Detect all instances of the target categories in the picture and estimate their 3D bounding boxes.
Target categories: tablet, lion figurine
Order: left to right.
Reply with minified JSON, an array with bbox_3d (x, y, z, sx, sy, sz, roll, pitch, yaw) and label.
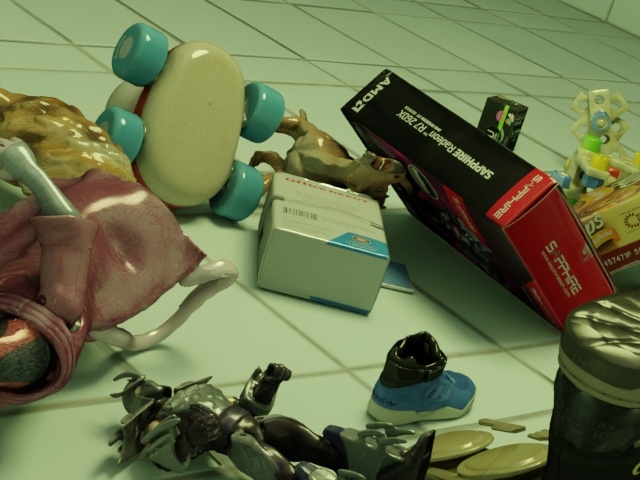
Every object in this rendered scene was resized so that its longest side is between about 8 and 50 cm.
[{"bbox_3d":[-0.375,-0.131,1.703,0.240,0.142,0.392,13,16,-32],"label":"lion figurine"},{"bbox_3d":[0.085,0.042,1.803,0.054,0.006,0.083,13,20,-9],"label":"tablet"}]

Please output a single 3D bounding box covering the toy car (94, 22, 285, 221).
[{"bbox_3d":[-0.209,-0.136,1.849,0.219,0.210,0.238,23,-17,-33],"label":"toy car"}]

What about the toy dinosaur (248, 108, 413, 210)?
[{"bbox_3d":[0.010,-0.093,1.936,0.200,0.127,0.295,18,12,-7],"label":"toy dinosaur"}]

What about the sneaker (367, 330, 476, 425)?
[{"bbox_3d":[0.114,0.133,1.477,0.152,0.084,0.058,-4,29,-44],"label":"sneaker"}]

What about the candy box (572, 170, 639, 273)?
[{"bbox_3d":[0.434,-0.035,2.010,0.183,0.087,0.316,-23,3,23],"label":"candy box"}]

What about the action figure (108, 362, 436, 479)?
[{"bbox_3d":[-0.055,0.167,1.243,0.285,0.099,0.185,20,29,20],"label":"action figure"}]

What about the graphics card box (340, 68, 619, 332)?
[{"bbox_3d":[0.196,-0.053,1.843,0.371,0.094,0.233,43,-7,47],"label":"graphics card box"}]

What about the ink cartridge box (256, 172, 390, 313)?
[{"bbox_3d":[0.000,0.000,1.734,0.140,0.082,0.190,15,19,-7],"label":"ink cartridge box"}]

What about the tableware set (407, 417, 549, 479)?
[{"bbox_3d":[0.143,0.203,1.306,0.128,0.039,0.194,-15,5,-21],"label":"tableware set"}]

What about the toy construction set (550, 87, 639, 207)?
[{"bbox_3d":[0.468,-0.117,2.340,0.215,0.151,0.327,18,31,3],"label":"toy construction set"}]

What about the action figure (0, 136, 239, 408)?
[{"bbox_3d":[-0.251,0.073,1.277,0.276,0.248,0.370,42,16,-14],"label":"action figure"}]

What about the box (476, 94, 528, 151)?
[{"bbox_3d":[0.306,-0.197,2.482,0.062,0.083,0.052,25,22,23],"label":"box"}]

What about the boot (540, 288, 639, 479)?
[{"bbox_3d":[0.301,0.182,1.212,0.377,0.284,0.138,-6,29,-43],"label":"boot"}]
